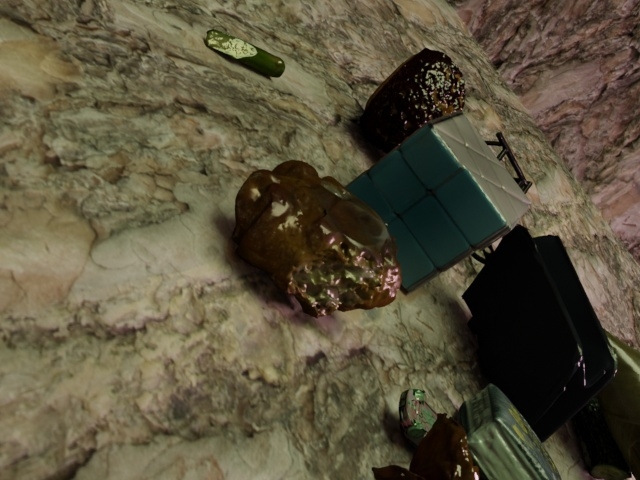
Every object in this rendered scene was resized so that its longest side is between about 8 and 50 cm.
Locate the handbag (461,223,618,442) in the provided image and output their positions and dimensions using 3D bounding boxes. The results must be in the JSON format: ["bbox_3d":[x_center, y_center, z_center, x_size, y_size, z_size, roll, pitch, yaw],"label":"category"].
[{"bbox_3d":[0.367,0.168,1.579,0.118,0.269,0.326,12,43,-22],"label":"handbag"}]

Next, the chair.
[{"bbox_3d":[0.336,-0.083,1.834,0.141,0.154,0.260,-51,125,-22],"label":"chair"}]

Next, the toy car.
[{"bbox_3d":[0.146,0.267,1.275,0.142,0.055,0.069,48,32,-33],"label":"toy car"}]

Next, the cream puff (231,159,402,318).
[{"bbox_3d":[0.000,0.000,1.263,0.269,0.155,0.241,46,25,-7],"label":"cream puff"}]

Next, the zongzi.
[{"bbox_3d":[0.586,0.329,1.618,0.360,0.160,0.323,46,23,-26],"label":"zongzi"}]

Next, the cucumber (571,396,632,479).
[{"bbox_3d":[0.536,0.361,1.779,0.077,0.077,0.265,35,31,-31],"label":"cucumber"}]

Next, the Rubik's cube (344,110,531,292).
[{"bbox_3d":[0.205,-0.071,1.616,0.231,0.224,0.221,54,25,3],"label":"Rubik's cube"}]

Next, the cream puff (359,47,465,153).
[{"bbox_3d":[0.195,-0.273,1.854,0.165,0.239,0.239,43,25,1],"label":"cream puff"}]

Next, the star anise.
[{"bbox_3d":[0.186,0.371,1.095,0.237,0.148,0.346,23,24,-40],"label":"star anise"}]

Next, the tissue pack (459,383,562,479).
[{"bbox_3d":[0.285,0.321,1.322,0.185,0.081,0.257,55,7,4],"label":"tissue pack"}]

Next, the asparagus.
[{"bbox_3d":[-0.133,-0.335,1.614,0.178,0.041,0.045,14,36,-51],"label":"asparagus"}]
